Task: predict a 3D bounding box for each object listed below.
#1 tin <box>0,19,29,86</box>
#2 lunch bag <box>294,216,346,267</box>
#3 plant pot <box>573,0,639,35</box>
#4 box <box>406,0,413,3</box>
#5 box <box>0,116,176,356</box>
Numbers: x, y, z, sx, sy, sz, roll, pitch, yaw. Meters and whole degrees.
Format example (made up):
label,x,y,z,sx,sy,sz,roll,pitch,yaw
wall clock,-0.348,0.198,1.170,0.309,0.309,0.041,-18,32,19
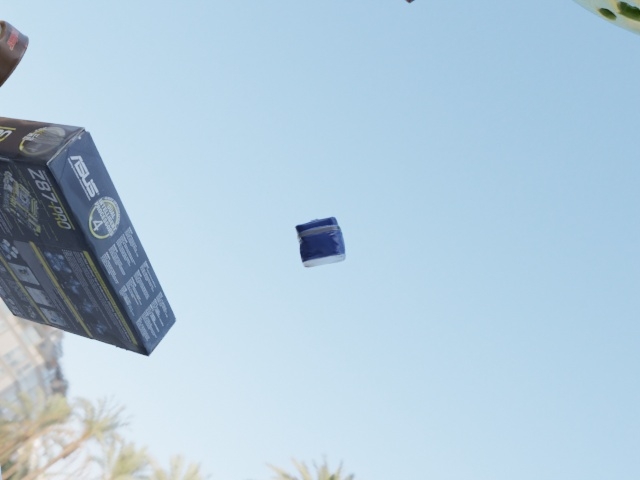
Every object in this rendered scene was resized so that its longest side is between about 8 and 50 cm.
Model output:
label,x,y,z,sx,sy,sz,roll,pitch,yaw
tin,-0.412,-0.182,0.874,0.190,0.106,0.040,-29,-44,24
lunch bag,0.000,0.000,1.110,0.098,0.067,0.065,85,-6,-81
plant pot,0.215,-0.298,0.526,0.207,0.227,0.228,28,-8,42
box,0.193,-0.604,1.296,0.294,0.296,0.182,-24,-109,27
box,-0.428,-0.007,1.166,0.318,0.097,0.394,11,-43,28
